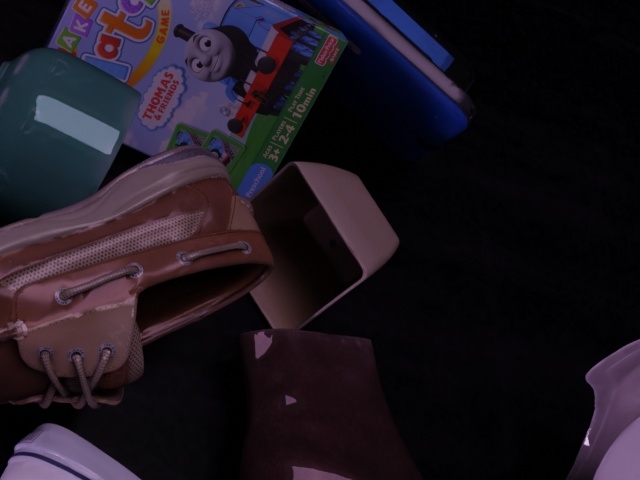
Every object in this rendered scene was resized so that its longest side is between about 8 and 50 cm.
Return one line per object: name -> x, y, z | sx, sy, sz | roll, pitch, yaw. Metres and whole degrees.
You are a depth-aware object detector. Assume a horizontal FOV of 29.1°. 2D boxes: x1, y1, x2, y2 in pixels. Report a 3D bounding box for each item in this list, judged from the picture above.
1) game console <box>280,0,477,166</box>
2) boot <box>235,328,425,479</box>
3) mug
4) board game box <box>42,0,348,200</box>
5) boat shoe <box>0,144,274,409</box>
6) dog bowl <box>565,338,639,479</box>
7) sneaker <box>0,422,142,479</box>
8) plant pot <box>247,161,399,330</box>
game console -> 0.037, -0.230, 1.139 | 0.293, 0.250, 0.173 | 41, 74, -5
boot -> 0.053, 0.170, 0.943 | 0.248, 0.090, 0.207 | 9, 60, -26
mug -> -0.207, -0.064, 0.888 | 0.097, 0.129, 0.158 | 29, 49, -15
board game box -> -0.108, -0.142, 0.990 | 0.211, 0.160, 0.039 | 24, 17, -19
boat shoe -> -0.165, 0.051, 0.815 | 0.324, 0.123, 0.116 | -34, 71, -27
dog bowl -> 0.325, 0.236, 0.932 | 0.102, 0.348, 0.349 | 5, 59, -46
sneaker -> -0.108, 0.229, 0.809 | 0.258, 0.094, 0.091 | 33, 57, -1
plant pot -> 0.000, 0.000, 1.011 | 0.096, 0.109, 0.109 | -21, 75, -53
